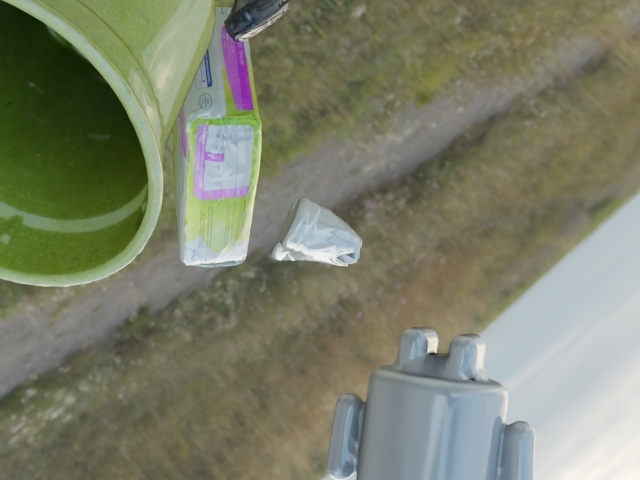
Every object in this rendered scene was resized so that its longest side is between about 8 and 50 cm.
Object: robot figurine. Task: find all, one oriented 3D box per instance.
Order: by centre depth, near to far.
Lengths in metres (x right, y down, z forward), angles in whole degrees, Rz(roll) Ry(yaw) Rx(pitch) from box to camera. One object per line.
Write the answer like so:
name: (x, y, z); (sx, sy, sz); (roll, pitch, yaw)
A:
robot figurine: (0.156, 0.303, 1.549); (0.200, 0.300, 0.353); (12, 86, -69)

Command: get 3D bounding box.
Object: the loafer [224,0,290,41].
loafer: (-0.072, -0.304, 1.293); (0.076, 0.078, 0.223); (-27, -158, 30)

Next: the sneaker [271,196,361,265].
sneaker: (0.000, 0.000, 1.256); (0.212, 0.094, 0.080); (-168, -81, -84)

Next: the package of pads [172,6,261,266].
package of pads: (-0.145, -0.131, 1.478); (0.101, 0.229, 0.296); (-2, 140, -11)

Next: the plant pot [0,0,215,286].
plant pot: (-0.213, -0.148, 0.896); (0.276, 0.276, 0.254); (-50, -169, 41)
